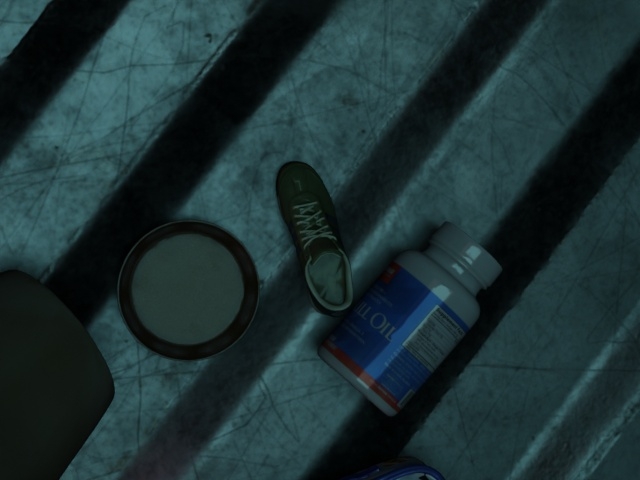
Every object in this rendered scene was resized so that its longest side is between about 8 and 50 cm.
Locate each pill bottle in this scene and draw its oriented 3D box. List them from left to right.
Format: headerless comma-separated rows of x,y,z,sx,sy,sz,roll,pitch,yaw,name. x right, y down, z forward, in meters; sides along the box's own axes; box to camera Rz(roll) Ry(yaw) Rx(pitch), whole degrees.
0.110,0.089,1.894,0.124,0.124,0.221,41,86,-12,pill bottle

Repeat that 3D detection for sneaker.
0.000,0.000,1.882,0.064,0.086,0.192,-16,98,-9,sneaker

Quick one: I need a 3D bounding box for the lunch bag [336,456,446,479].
0.037,0.403,1.919,0.303,0.115,0.243,-24,97,-9,lunch bag

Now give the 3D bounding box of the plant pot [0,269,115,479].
-0.385,0.188,1.730,0.280,0.323,0.323,-39,102,-25,plant pot

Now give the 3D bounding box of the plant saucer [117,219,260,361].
-0.156,0.058,1.888,0.168,0.029,0.168,-1,96,-10,plant saucer
